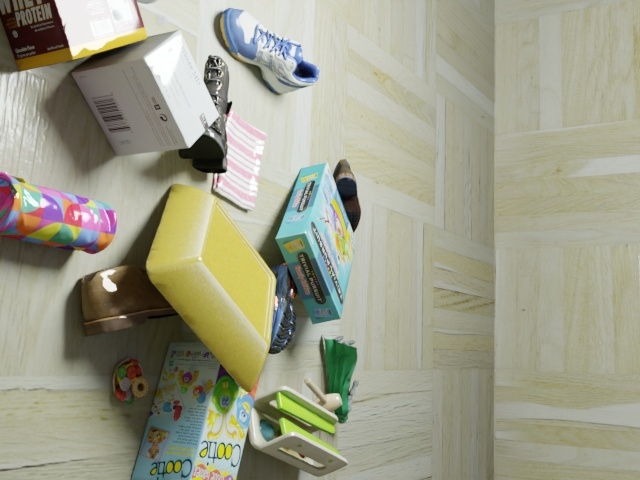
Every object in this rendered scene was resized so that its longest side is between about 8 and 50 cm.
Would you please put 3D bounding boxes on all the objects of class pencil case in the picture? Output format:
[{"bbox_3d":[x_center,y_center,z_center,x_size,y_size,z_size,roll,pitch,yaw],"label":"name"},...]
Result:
[{"bbox_3d":[-0.441,-0.043,1.285,0.236,0.104,0.105,22,68,-58],"label":"pencil case"}]

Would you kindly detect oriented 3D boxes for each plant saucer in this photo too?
[{"bbox_3d":[-0.186,0.071,1.553,0.333,0.081,0.333,55,17,-27],"label":"plant saucer"}]

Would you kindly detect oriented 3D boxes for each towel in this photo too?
[{"bbox_3d":[-0.181,-0.180,1.802,0.144,0.029,0.197,29,63,-55],"label":"towel"}]

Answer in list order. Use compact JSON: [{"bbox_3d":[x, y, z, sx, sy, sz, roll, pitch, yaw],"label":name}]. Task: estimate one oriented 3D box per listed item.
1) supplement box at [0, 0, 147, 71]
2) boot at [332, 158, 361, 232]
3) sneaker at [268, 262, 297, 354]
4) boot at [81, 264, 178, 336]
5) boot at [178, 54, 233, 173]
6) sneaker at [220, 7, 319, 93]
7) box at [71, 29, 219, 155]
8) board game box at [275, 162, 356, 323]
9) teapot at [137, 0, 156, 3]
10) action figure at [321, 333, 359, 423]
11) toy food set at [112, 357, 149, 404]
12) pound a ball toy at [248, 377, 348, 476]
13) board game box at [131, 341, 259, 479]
[{"bbox_3d":[-0.420,-0.403,1.315,0.191,0.129,0.194,-40,121,-53],"label":"supplement box"},{"bbox_3d":[0.068,-0.114,2.161,0.106,0.082,0.219,-93,-176,-49],"label":"boot"},{"bbox_3d":[-0.106,0.159,1.842,0.083,0.087,0.221,50,40,-54],"label":"sneaker"},{"bbox_3d":[-0.316,0.094,1.485,0.305,0.112,0.115,-8,84,-57],"label":"boot"},{"bbox_3d":[-0.228,-0.270,1.624,0.263,0.091,0.229,108,-14,-82],"label":"boot"},{"bbox_3d":[-0.109,-0.451,1.849,0.296,0.130,0.112,32,62,-53],"label":"sneaker"},{"bbox_3d":[-0.313,-0.262,1.433,0.119,0.181,0.181,-58,135,-43],"label":"box"},{"bbox_3d":[0.000,0.000,1.964,0.336,0.079,0.254,-75,149,-55],"label":"board game box"},{"bbox_3d":[-0.331,-0.596,1.428,0.256,0.187,0.253,62,39,-38],"label":"teapot"},{"bbox_3d":[0.056,0.371,2.087,0.063,0.137,0.232,-7,105,-35],"label":"action figure"},{"bbox_3d":[-0.355,0.261,1.477,0.082,0.020,0.083,-26,110,-57],"label":"toy food set"},{"bbox_3d":[-0.056,0.435,1.898,0.319,0.135,0.208,43,26,-50],"label":"pound a ball toy"},{"bbox_3d":[-0.236,0.353,1.552,0.142,0.144,0.275,43,52,-50],"label":"board game box"}]
